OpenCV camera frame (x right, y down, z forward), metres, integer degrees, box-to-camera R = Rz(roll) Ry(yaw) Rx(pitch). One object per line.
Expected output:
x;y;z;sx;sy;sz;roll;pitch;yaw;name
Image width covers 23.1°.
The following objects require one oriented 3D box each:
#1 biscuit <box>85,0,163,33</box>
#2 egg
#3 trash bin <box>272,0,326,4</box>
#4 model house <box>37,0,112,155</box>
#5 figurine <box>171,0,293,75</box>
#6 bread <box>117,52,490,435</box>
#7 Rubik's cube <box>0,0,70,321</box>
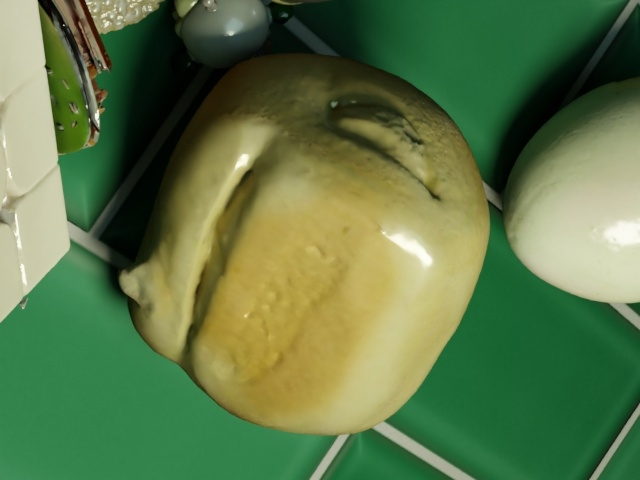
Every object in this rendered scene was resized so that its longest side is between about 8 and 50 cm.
-0.190;-0.306;1.623;0.133;0.032;0.250;34;89;-40;biscuit
0.393;-0.059;2.005;0.345;0.283;0.283;-19;121;-14;egg
0.012;-0.403;1.616;0.214;0.214;0.334;18;94;-40;trash bin
-0.267;-0.233;1.463;0.154;0.207;0.294;-34;108;-43;model house
-0.091;-0.211;1.705;0.147;0.093;0.197;-28;136;3;figurine
0.000;0.000;1.686;0.253;0.348;0.376;-50;165;-51;bread
-0.413;-0.065;1.319;0.291;0.290;0.291;-59;152;-54;Rubik's cube
